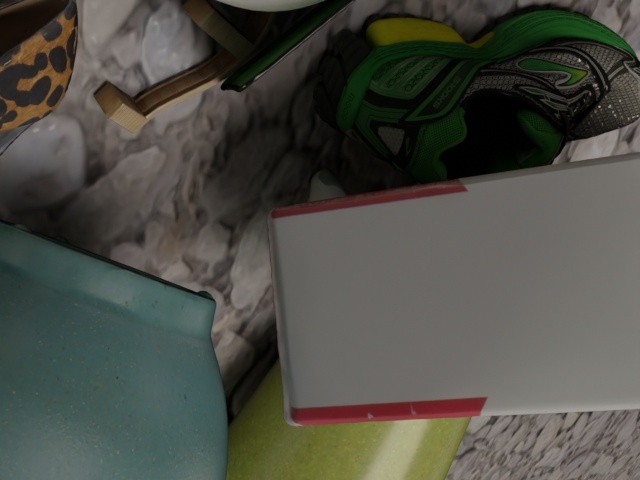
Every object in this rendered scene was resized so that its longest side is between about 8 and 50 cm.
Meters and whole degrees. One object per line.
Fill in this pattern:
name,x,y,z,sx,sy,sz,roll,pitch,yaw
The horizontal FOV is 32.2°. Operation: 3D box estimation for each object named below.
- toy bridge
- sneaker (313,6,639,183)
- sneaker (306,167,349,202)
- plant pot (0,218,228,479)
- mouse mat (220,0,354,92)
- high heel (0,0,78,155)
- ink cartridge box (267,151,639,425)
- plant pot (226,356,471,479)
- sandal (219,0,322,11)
toy bridge,-0.068,-0.145,0.754,0.188,0.026,0.063,-44,149,7
sneaker,0.162,-0.100,0.922,0.343,0.146,0.134,-12,138,-36
sneaker,0.000,0.000,0.966,0.061,0.053,0.152,-24,144,-17
plant pot,-0.183,0.098,0.736,0.293,0.293,0.196,27,82,-55
mouse mat,-0.001,-0.145,0.718,0.152,0.190,0.007,-39,103,-1
high heel,-0.250,-0.084,0.581,0.186,0.093,0.261,-47,159,18
ink cartridge box,0.169,0.036,0.882,0.279,0.160,0.385,-8,176,24
plant pot,0.014,0.216,1.077,0.276,0.276,0.254,15,107,-51
sandal,0.055,-0.304,0.603,0.416,0.169,0.102,-54,180,26
